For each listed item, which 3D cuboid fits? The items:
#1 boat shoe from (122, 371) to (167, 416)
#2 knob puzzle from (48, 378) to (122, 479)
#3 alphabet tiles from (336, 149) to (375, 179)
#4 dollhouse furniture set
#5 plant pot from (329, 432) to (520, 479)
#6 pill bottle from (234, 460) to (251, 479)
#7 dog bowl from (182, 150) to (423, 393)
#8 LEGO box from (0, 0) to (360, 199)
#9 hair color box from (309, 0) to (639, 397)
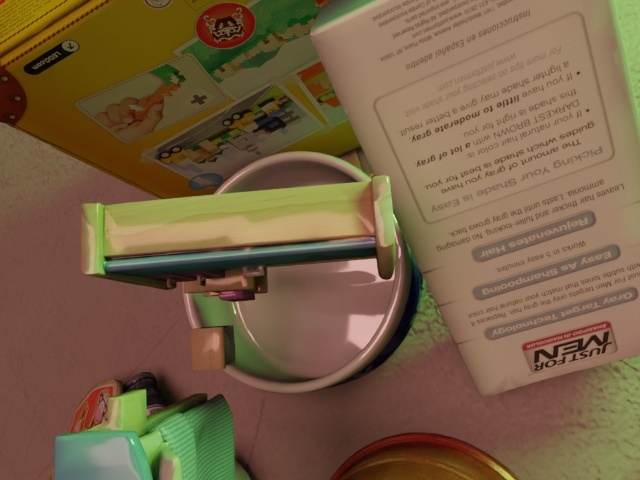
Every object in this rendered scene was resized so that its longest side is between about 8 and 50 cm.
[{"bbox_3d":[-0.256,0.262,0.728,0.183,0.065,0.083,-54,41,15],"label":"boat shoe"},{"bbox_3d":[-0.305,0.265,0.707,0.213,0.030,0.213,-30,48,41],"label":"knob puzzle"},{"bbox_3d":[0.000,0.000,0.701,0.237,0.009,0.198,-21,72,17],"label":"alphabet tiles"},{"bbox_3d":[-0.035,0.133,0.434,0.198,0.286,0.303,-4,81,6],"label":"dollhouse furniture set"},{"bbox_3d":[0.067,0.323,0.468,0.273,0.265,0.272,-4,78,21],"label":"plant pot"},{"bbox_3d":[-0.170,0.340,0.646,0.193,0.108,0.108,-43,67,9],"label":"pill bottle"},{"bbox_3d":[-0.020,0.038,0.640,0.265,0.104,0.264,-5,78,22],"label":"dog bowl"},{"bbox_3d":[-0.040,-0.243,0.565,0.501,0.372,0.193,-23,68,16],"label":"LEGO box"},{"bbox_3d":[0.159,-0.050,0.466,0.186,0.374,0.113,-21,27,17],"label":"hair color box"}]
